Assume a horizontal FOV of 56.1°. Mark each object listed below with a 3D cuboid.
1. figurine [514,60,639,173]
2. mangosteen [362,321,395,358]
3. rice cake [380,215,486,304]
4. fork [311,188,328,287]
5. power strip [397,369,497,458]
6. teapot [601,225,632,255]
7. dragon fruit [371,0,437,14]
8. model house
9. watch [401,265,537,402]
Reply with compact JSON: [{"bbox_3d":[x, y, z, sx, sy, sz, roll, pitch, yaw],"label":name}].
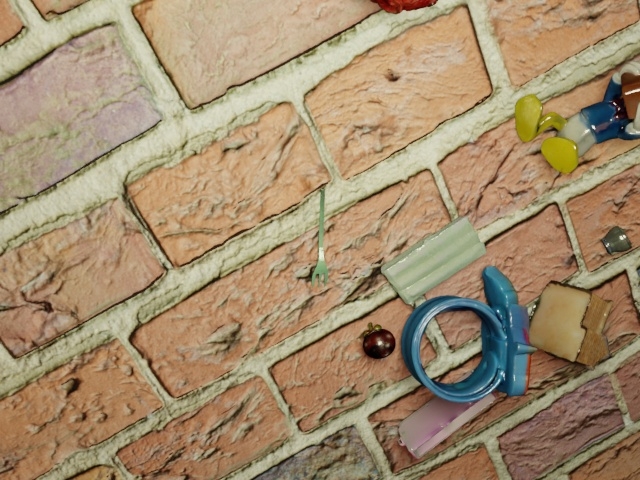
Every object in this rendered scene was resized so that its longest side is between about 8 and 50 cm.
[{"bbox_3d":[0.650,-0.291,1.311,0.338,0.283,0.205,-12,70,-28],"label":"figurine"},{"bbox_3d":[0.139,0.243,1.433,0.080,0.081,0.081,-4,109,-12],"label":"mangosteen"},{"bbox_3d":[0.266,0.044,1.412,0.237,0.043,0.127,-35,111,0],"label":"rice cake"},{"bbox_3d":[0.001,0.001,1.348,0.039,0.021,0.235,-4,110,-15],"label":"fork"},{"bbox_3d":[0.316,0.437,1.523,0.279,0.109,0.037,-38,114,2],"label":"power strip"},{"bbox_3d":[0.740,0.007,1.504,0.057,0.066,0.088,-31,137,20],"label":"teapot"},{"bbox_3d":[0.157,-0.560,1.076,0.244,0.244,0.299,8,88,-15],"label":"dragon fruit"},{"bbox_3d":[0.639,0.215,1.508,0.172,0.166,0.183,22,88,-34],"label":"model house"},{"bbox_3d":[0.334,0.214,1.401,0.274,0.241,0.306,-1,85,-3],"label":"watch"}]
